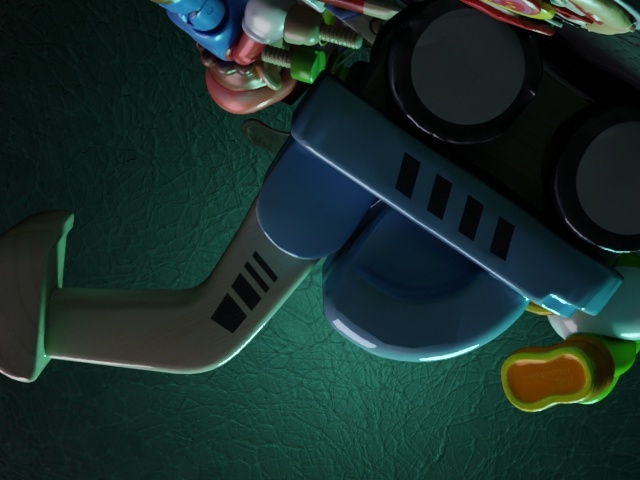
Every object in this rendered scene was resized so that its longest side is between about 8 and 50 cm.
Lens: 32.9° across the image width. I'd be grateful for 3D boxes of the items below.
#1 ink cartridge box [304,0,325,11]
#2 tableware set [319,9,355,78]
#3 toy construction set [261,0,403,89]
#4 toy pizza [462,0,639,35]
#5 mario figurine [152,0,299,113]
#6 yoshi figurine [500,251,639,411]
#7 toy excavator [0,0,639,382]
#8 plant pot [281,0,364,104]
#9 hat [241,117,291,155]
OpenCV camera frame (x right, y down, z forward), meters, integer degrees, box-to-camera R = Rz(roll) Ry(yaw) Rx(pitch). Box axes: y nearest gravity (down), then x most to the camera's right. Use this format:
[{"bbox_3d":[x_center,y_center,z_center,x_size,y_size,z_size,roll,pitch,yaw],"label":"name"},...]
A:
[{"bbox_3d":[-0.144,-0.383,1.205,0.296,0.066,0.261,39,-170,37],"label":"ink cartridge box"},{"bbox_3d":[0.020,-0.239,1.282,0.024,0.154,0.104,18,-167,15],"label":"tableware set"},{"bbox_3d":[0.092,-0.158,1.150,0.237,0.257,0.309,18,166,18],"label":"toy construction set"},{"bbox_3d":[0.056,-0.136,0.508,0.201,0.032,0.201,24,-168,-5],"label":"toy pizza"},{"bbox_3d":[-0.102,-0.274,1.225,0.320,0.170,0.198,38,-147,-63],"label":"mario figurine"},{"bbox_3d":[0.284,0.046,1.132,0.203,0.203,0.362,44,-142,24],"label":"yoshi figurine"},{"bbox_3d":[0.000,0.000,0.864,0.433,0.445,0.222,33,-173,-7],"label":"toy excavator"},{"bbox_3d":[-0.044,-0.293,1.476,0.201,0.180,0.201,32,-172,-5],"label":"plant pot"},{"bbox_3d":[0.067,-0.137,1.453,0.331,0.133,0.331,23,175,2],"label":"hat"}]
